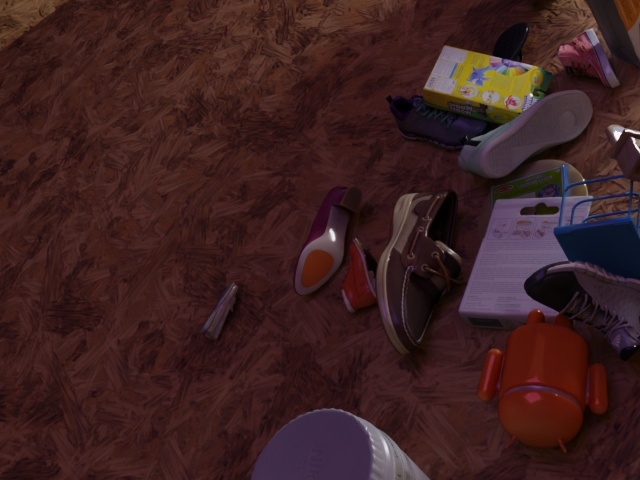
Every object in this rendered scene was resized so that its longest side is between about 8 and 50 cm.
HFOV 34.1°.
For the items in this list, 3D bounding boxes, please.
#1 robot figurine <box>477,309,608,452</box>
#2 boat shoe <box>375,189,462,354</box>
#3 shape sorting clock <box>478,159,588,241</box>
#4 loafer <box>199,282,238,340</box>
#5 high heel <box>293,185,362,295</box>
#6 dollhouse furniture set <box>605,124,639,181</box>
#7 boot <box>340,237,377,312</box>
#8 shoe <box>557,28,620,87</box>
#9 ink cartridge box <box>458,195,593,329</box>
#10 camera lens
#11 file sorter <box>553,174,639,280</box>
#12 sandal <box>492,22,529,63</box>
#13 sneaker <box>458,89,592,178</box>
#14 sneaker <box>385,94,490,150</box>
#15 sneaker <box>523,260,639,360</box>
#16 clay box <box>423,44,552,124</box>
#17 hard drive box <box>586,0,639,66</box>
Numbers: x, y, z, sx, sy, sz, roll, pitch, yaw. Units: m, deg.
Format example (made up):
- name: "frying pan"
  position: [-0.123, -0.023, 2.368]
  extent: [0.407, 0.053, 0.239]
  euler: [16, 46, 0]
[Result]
- name: "robot figurine"
  position: [0.328, 0.210, 1.541]
  extent: [0.128, 0.158, 0.219]
  euler: [-44, 25, 52]
- name: "boat shoe"
  position: [0.184, 0.042, 1.816]
  extent: [0.123, 0.123, 0.342]
  euler: [-14, 40, 29]
- name: "shape sorting clock"
  position: [0.368, -0.051, 1.814]
  extent: [0.206, 0.040, 0.206]
  euler: [-22, 51, 30]
- name: "loafer"
  position: [-0.195, 0.143, 2.085]
  extent: [0.125, 0.039, 0.045]
  euler: [-58, 10, -24]
- name: "high heel"
  position: [0.000, 0.000, 2.047]
  extent: [0.244, 0.082, 0.117]
  euler: [-68, 17, -12]
- name: "dollhouse furniture set"
  position: [0.630, -0.249, 1.542]
  extent: [0.174, 0.303, 0.356]
  euler: [-97, 22, -51]
- name: "boot"
  position: [0.066, 0.063, 1.935]
  extent: [0.084, 0.059, 0.158]
  euler: [-33, 41, 17]
- name: "shoe"
  position: [0.498, -0.326, 1.952]
  extent: [0.081, 0.063, 0.178]
  euler: [-27, 36, 17]
- name: "ink cartridge box"
  position: [0.351, 0.039, 1.732]
  extent: [0.189, 0.066, 0.232]
  euler: [0, 52, 38]
- name: "camera lens"
  position: [0.053, 0.389, 1.474]
  extent: [0.219, 0.274, 0.219]
  euler: [-21, 43, 22]
- name: "file sorter"
  position: [0.451, -0.004, 1.610]
  extent: [0.118, 0.170, 0.104]
  euler: [-9, 45, 32]
- name: "sandal"
  position: [0.375, -0.354, 2.096]
  extent: [0.067, 0.040, 0.179]
  euler: [11, 75, 49]
- name: "sneaker"
  position: [0.366, -0.200, 1.916]
  extent: [0.256, 0.094, 0.151]
  euler: [-31, 14, -14]
- name: "sneaker"
  position: [0.224, -0.239, 2.054]
  extent: [0.223, 0.098, 0.083]
  euler: [10, 61, 43]
- name: "sneaker"
  position: [0.409, 0.109, 1.518]
  extent: [0.086, 0.228, 0.132]
  euler: [-56, 35, 43]
- name: "clay box"
  position: [0.322, -0.294, 2.012]
  extent: [0.222, 0.053, 0.127]
  euler: [18, 59, 16]
- name: "hard drive box"
  position: [0.609, -0.464, 1.896]
  extent: [0.232, 0.181, 0.089]
  euler: [-44, 40, -3]
